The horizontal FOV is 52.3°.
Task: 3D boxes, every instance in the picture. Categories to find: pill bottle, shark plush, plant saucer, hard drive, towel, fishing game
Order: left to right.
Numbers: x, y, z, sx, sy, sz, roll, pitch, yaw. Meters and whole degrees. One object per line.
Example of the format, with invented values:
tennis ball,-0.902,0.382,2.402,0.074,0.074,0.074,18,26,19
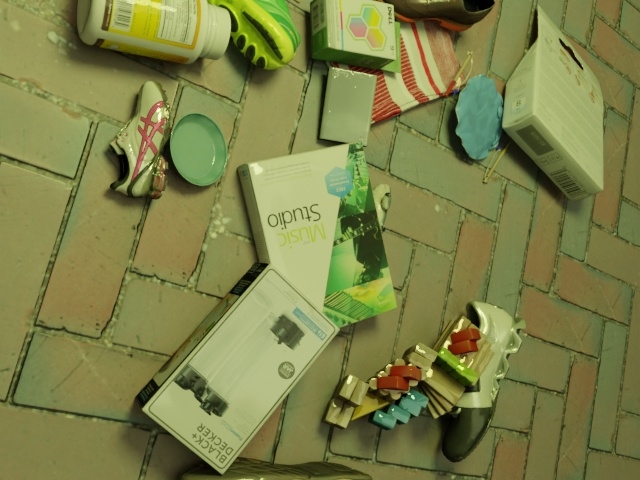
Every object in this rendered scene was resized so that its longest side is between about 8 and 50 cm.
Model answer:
pill bottle,-0.252,-0.340,1.000,0.215,0.117,0.117,4,85,-33
plant saucer,-0.203,-0.148,1.063,0.119,0.021,0.119,4,85,-50
hard drive,0.051,-0.250,1.223,0.094,0.022,0.135,7,92,-13
shark plush,0.117,-0.032,1.264,0.067,0.073,0.161,6,77,-63
towel,0.150,-0.380,1.317,0.329,0.037,0.237,-27,101,-31
fishing game,0.343,-0.271,1.424,0.264,0.041,0.189,50,62,-37

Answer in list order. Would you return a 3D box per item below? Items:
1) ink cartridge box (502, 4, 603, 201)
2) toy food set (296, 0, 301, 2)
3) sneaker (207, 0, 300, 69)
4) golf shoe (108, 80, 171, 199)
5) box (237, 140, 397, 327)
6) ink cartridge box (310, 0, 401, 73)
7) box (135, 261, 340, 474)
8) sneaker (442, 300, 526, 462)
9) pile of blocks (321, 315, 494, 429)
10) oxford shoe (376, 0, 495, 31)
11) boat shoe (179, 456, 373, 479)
ink cartridge box,0.568,-0.333,1.573,0.308,0.091,0.384,35,51,-29
toy food set,-0.039,-0.509,1.209,0.078,0.019,0.122,25,74,-30
sneaker,-0.139,-0.426,1.106,0.295,0.109,0.123,57,33,-12
golf shoe,-0.278,-0.158,1.001,0.086,0.067,0.186,6,84,-31
box,0.000,0.000,1.166,0.232,0.058,0.321,-15,97,-26
ink cartridge box,0.085,-0.388,1.223,0.209,0.062,0.108,1,84,-31
box,-0.127,0.195,1.029,0.169,0.087,0.290,46,75,-16
sneaker,0.291,0.278,1.333,0.146,0.122,0.330,28,72,-10
pile of blocks,0.179,0.261,1.188,0.362,0.112,0.149,-24,77,-17
oxford shoe,0.227,-0.490,1.296,0.271,0.098,0.096,-2,86,-31
boat shoe,-0.063,0.437,1.067,0.356,0.132,0.130,15,79,-31
